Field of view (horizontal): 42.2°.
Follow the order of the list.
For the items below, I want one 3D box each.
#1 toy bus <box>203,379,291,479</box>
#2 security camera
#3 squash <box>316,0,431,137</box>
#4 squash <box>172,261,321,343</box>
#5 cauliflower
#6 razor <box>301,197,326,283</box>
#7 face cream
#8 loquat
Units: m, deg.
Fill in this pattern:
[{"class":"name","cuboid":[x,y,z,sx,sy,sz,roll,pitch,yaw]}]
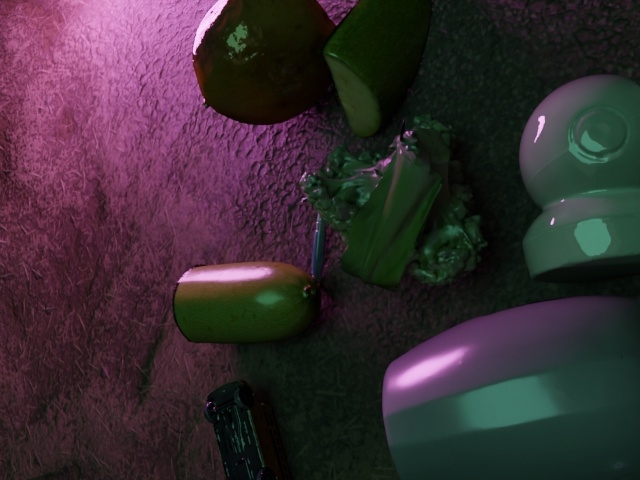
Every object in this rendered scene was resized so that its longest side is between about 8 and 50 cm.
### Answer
[{"class":"toy bus","cuboid":[-0.109,0.316,1.279,0.083,0.088,0.194,-29,68,29]},{"class":"security camera","cuboid":[0.323,-0.076,0.970,0.195,0.195,0.236,-13,73,34]},{"class":"squash","cuboid":[0.118,-0.301,1.271,0.093,0.169,0.252,17,58,34]},{"class":"squash","cuboid":[-0.101,0.099,1.289,0.247,0.132,0.132,-3,80,35]},{"class":"cauliflower","cuboid":[0.115,-0.065,1.079,0.315,0.239,0.256,103,144,-59]},{"class":"razor","cuboid":[0.000,0.000,1.287,0.040,0.068,0.135,10,99,40]},{"class":"face cream","cuboid":[0.262,0.177,0.892,0.357,0.312,0.219,-14,71,13]},{"class":"loquat","cuboid":[-0.084,-0.288,1.292,0.238,0.238,0.193,-30,61,29]}]
